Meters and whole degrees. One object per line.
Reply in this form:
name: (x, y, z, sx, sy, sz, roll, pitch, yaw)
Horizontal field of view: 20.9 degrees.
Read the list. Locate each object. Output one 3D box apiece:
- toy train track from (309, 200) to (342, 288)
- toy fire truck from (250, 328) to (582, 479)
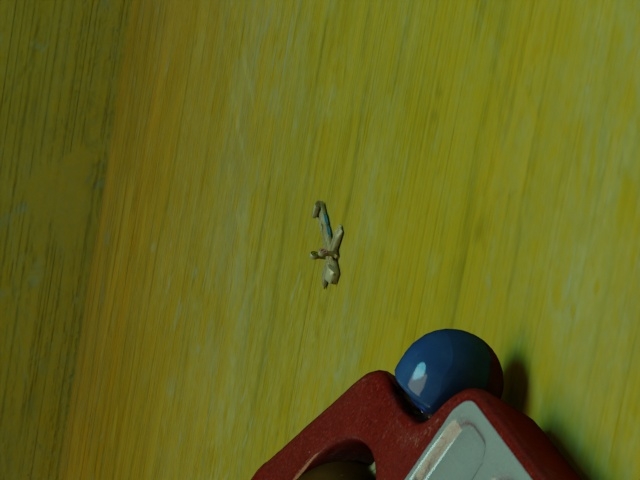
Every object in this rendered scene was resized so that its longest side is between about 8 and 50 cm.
toy train track: (0.000, 0.000, 1.170, 0.083, 0.014, 0.048, -101, 23, -54)
toy fire truck: (0.021, 0.172, 0.764, 0.254, 0.169, 0.302, -55, 21, 10)
